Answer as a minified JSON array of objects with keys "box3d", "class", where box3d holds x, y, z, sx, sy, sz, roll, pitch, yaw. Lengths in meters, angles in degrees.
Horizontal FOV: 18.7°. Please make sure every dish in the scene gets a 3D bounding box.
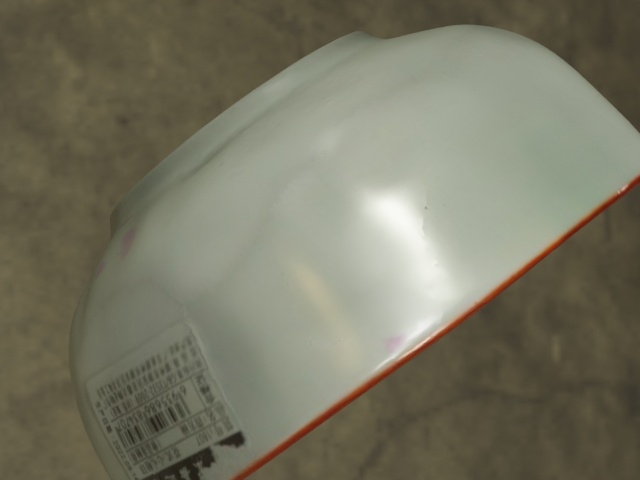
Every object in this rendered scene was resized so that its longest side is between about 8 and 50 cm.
[{"box3d":[0.000,0.000,0.783,0.117,0.256,0.256,54,40,3],"class":"dish"}]
